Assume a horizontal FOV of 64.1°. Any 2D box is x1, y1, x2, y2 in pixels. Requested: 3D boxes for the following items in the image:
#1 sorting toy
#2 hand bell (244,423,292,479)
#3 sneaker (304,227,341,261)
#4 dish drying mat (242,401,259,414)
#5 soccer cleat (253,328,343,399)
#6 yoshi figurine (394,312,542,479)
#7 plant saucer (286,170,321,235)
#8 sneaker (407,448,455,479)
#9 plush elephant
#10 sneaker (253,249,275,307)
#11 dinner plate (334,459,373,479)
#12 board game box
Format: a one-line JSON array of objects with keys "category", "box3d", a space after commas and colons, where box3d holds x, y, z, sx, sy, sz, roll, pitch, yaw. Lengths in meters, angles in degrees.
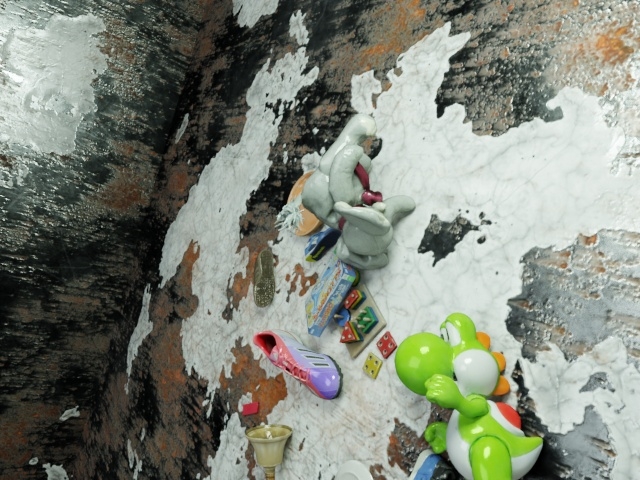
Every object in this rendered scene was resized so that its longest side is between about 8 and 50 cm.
[{"category": "sorting toy", "box3d": [0.084, 0.199, 1.237, 0.132, 0.046, 0.274, -53, 42, 26]}, {"category": "hand bell", "box3d": [-0.129, 0.620, 1.333, 0.126, 0.126, 0.241, -9, 83, 51]}, {"category": "sneaker", "box3d": [0.000, 0.000, 1.417, 0.144, 0.053, 0.059, -43, 44, 33]}, {"category": "dish drying mat", "box3d": [-0.209, 0.504, 1.534, 0.083, 0.008, 0.032, -29, 55, 45]}, {"category": "soccer cleat", "box3d": [-0.063, 0.316, 1.323, 0.318, 0.117, 0.108, 25, 97, 54]}, {"category": "yoshi figurine", "box3d": [0.225, 0.304, 0.881, 0.204, 0.203, 0.362, -35, 49, 39]}, {"category": "plant saucer", "box3d": [-0.031, -0.107, 1.511, 0.200, 0.037, 0.199, -24, 58, 47]}, {"category": "sneaker", "box3d": [0.203, 0.484, 0.962, 0.085, 0.058, 0.152, 23, 89, 62]}, {"category": "plush elephant", "box3d": [0.092, -0.080, 1.190, 0.330, 0.255, 0.272, -48, -12, -17]}, {"category": "sneaker", "box3d": [-0.181, 0.126, 1.610, 0.071, 0.066, 0.188, 137, 141, -58]}, {"category": "dinner plate", "box3d": [0.070, 0.566, 1.141, 0.141, 0.017, 0.141, -25, 58, 47]}, {"category": "board game box", "box3d": [0.021, 0.129, 1.308, 0.201, 0.035, 0.136, -61, 19, 23]}]
